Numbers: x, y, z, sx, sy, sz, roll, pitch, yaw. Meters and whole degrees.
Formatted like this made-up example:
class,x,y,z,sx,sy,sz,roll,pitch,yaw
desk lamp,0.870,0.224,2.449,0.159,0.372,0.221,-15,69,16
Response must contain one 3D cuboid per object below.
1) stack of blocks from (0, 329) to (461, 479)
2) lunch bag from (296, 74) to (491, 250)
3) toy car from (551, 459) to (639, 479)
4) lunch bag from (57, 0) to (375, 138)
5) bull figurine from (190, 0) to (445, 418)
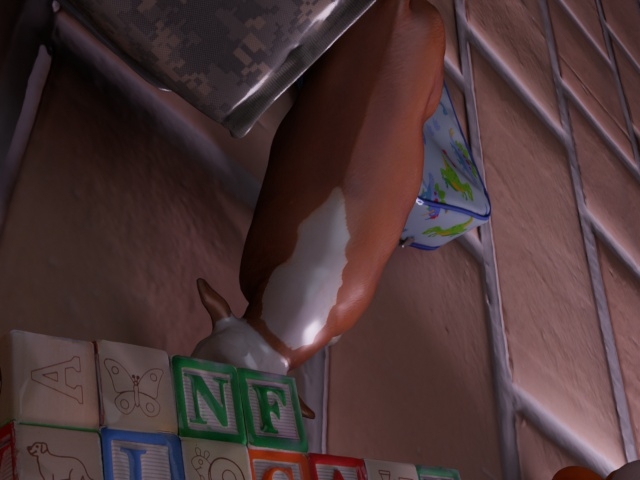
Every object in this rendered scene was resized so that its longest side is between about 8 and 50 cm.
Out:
class,x,y,z,sx,sy,sz,roll,pitch,yaw
stack of blocks,-0.043,0.159,0.548,0.297,0.087,0.171,17,51,-42
lunch bag,0.065,-0.101,0.980,0.176,0.090,0.219,10,57,-54
toy car,0.232,0.272,0.902,0.136,0.159,0.182,10,49,-12
lunch bag,-0.113,-0.214,0.700,0.235,0.169,0.287,44,2,-22
bull figurine,0.002,-0.017,0.705,0.101,0.310,0.188,24,-7,1
